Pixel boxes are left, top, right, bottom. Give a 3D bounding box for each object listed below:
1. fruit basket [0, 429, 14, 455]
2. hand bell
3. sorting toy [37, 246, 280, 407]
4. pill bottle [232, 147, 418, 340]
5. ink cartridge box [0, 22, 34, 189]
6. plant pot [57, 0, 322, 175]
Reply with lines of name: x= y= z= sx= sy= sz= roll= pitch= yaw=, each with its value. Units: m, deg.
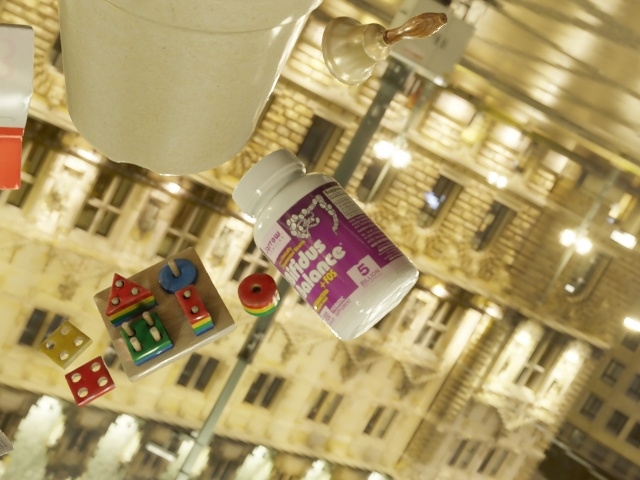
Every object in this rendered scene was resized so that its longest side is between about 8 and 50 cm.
fruit basket: x=-0.521 y=0.146 z=0.984 sx=0.327 sy=0.165 sz=0.353 roll=46 pitch=-166 yaw=10
hand bell: x=0.125 y=-0.349 z=1.687 sx=0.126 sy=0.126 sz=0.242 roll=21 pitch=163 yaw=-36
sorting toy: x=-0.192 y=0.077 z=1.129 sx=0.132 sy=0.275 sz=0.046 roll=57 pitch=170 yaw=37
pill bottle: x=0.000 y=0.000 z=1.587 sx=0.301 sy=0.169 sz=0.169 roll=47 pitch=-166 yaw=13
ink cartridge box: x=-0.484 y=-0.177 z=1.319 sx=0.189 sy=0.232 sz=0.066 roll=-1 pitch=-167 yaw=-26
plant pot: x=-0.150 y=-0.249 z=1.063 sx=0.334 sy=0.305 sz=0.333 roll=9 pitch=-131 yaw=-11
